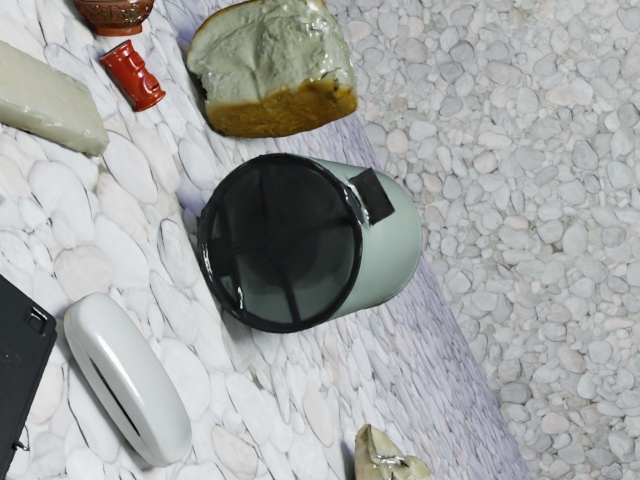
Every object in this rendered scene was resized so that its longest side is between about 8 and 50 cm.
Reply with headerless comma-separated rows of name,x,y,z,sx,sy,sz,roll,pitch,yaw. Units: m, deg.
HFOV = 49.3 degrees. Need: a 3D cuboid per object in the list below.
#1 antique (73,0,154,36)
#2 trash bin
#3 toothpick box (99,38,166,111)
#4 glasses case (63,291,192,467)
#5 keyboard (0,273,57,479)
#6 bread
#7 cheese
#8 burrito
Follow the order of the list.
antique,-0.256,-0.307,0.864,0.104,0.104,0.104,56,17,-28
trash bin,0.000,0.000,0.933,0.217,0.277,0.263,65,23,9
toothpick box,-0.233,-0.204,0.872,0.083,0.047,0.047,57,17,-25
glasses case,-0.163,0.120,0.598,0.164,0.041,0.063,62,17,-11
keyboard,-0.225,0.112,0.441,0.093,0.025,0.230,52,19,-31
bread,-0.072,-0.290,1.195,0.279,0.250,0.224,22,52,-76
cheese,-0.310,-0.153,0.567,0.400,0.034,0.085,22,44,-67
burrito,0.122,0.425,0.939,0.175,0.107,0.347,27,35,-40
